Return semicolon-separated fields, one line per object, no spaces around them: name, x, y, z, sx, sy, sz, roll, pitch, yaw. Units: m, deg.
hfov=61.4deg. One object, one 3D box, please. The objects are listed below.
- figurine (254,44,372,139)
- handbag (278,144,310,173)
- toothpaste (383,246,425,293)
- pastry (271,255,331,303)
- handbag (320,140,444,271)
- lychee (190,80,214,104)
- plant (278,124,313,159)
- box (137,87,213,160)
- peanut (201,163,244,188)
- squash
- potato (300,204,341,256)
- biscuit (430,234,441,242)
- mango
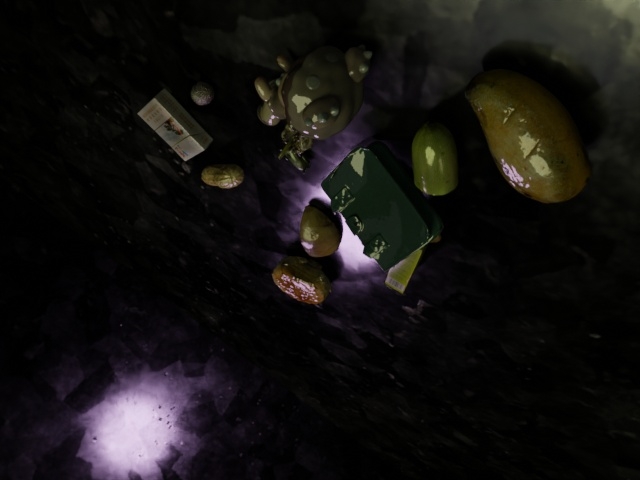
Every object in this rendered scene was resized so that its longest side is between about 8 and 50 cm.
figurine;-0.038;-0.363;1.357;0.380;0.248;0.203;12;151;53
handbag;-0.073;-0.260;1.679;0.111;0.047;0.072;49;147;-21
toothpaste;0.280;0.050;1.710;0.077;0.110;0.328;30;154;12
pastry;-0.071;0.160;2.204;0.256;0.121;0.236;24;152;11
handbag;0.164;-0.093;1.512;0.327;0.089;0.238;53;130;6
lychee;-0.364;-0.452;1.661;0.083;0.068;0.067;4;180;34
plant;-0.083;-0.294;1.579;0.104;0.122;0.117;40;157;10
box;-0.500;-0.393;1.860;0.233;0.067;0.149;46;147;-22
peanut;-0.353;-0.230;1.934;0.194;0.094;0.083;3;152;36
squash;0.287;-0.218;1.355;0.122;0.123;0.187;14;139;29
potato;-0.001;0.003;1.931;0.120;0.100;0.261;17;146;26
biscuit;0.315;-0.043;1.661;0.147;0.018;0.071;43;150;-19
mango;0.450;-0.229;1.157;0.176;0.176;0.330;-25;101;18
